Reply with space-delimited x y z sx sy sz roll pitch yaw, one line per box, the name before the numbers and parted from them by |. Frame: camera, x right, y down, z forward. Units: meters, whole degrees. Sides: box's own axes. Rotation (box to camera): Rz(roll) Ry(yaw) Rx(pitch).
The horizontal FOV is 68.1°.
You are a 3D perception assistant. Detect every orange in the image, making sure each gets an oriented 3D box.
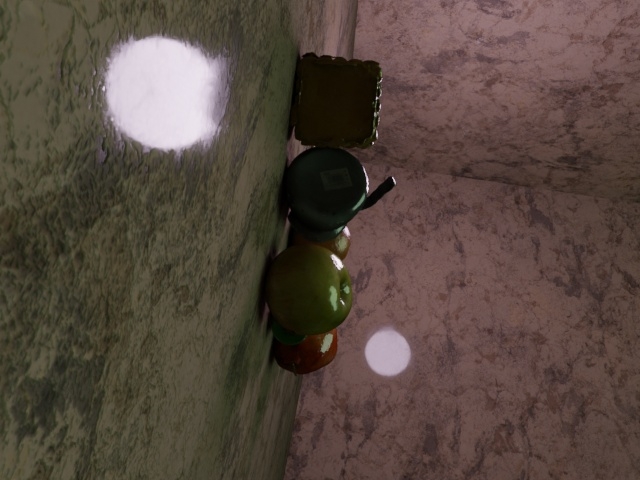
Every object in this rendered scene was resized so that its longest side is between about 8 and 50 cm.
orange | 0.000 0.000 1.578 0.206 0.206 0.206 9 90 -86

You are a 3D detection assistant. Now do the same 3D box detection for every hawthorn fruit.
hawthorn fruit | -0.057 0.357 1.590 0.262 0.210 0.210 -44 145 -61

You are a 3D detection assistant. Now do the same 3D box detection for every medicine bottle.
medicine bottle | -0.074 0.215 1.481 0.274 0.133 0.133 -71 169 -73

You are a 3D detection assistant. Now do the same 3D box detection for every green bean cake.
green bean cake | 0.043 -0.354 1.221 0.131 0.224 0.230 -64 159 -77

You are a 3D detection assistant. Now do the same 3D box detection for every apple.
apple | -0.026 0.129 1.254 0.261 0.194 0.261 -5 90 -67

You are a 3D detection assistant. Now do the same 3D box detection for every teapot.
teapot | 0.032 -0.134 1.371 0.305 0.223 0.285 -41 169 -20

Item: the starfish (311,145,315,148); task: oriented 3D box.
starfish | -0.041 -0.217 1.583 0.247 0.050 0.138 -81 176 -50
